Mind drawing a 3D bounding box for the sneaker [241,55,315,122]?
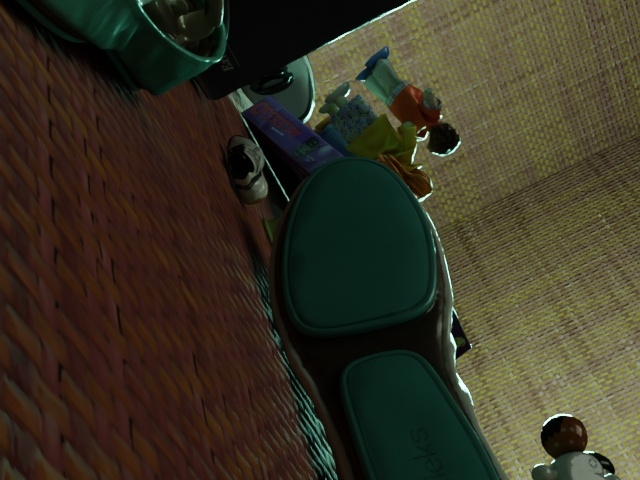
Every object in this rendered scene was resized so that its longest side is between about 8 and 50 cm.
[{"bbox_3d":[-0.091,-0.239,1.356,0.108,0.100,0.271,-90,155,-47],"label":"sneaker"}]

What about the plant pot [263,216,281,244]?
[{"bbox_3d":[0.000,0.000,1.028,0.083,0.079,0.083,64,3,-6],"label":"plant pot"}]

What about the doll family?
[{"bbox_3d":[0.059,-0.086,1.267,0.163,0.118,0.263,49,-26,6],"label":"doll family"}]

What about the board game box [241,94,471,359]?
[{"bbox_3d":[0.033,-0.020,1.226,0.208,0.056,0.347,56,-6,-36],"label":"board game box"}]

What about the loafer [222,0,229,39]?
[{"bbox_3d":[-0.129,-0.185,0.700,0.220,0.080,0.078,61,37,-45],"label":"loafer"}]

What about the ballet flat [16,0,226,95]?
[{"bbox_3d":[-0.101,-0.141,0.579,0.083,0.087,0.247,65,5,8],"label":"ballet flat"}]

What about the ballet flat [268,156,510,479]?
[{"bbox_3d":[0.042,0.101,0.787,0.400,0.139,0.139,-105,169,-48],"label":"ballet flat"}]

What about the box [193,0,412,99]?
[{"bbox_3d":[-0.006,-0.365,0.971,0.293,0.395,0.212,61,4,-44],"label":"box"}]

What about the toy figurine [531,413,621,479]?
[{"bbox_3d":[0.226,0.289,1.184,0.209,0.213,0.148,53,23,-47],"label":"toy figurine"}]

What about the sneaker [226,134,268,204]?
[{"bbox_3d":[-0.066,-0.070,0.952,0.037,0.032,0.083,60,5,-46],"label":"sneaker"}]
